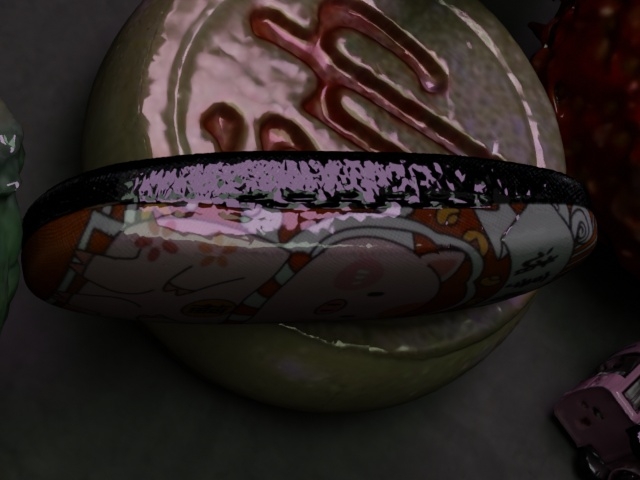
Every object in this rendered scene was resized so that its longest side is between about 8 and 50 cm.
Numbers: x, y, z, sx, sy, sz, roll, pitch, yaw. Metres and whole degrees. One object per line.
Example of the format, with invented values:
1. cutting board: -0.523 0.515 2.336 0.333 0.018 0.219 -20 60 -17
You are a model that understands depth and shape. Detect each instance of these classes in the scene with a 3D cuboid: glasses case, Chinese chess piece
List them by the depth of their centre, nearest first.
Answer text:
1. glasses case: 0.000 0.000 0.642 0.267 0.103 0.067 0 73 -21
2. Chinese chess piece: 0.003 -0.039 0.782 0.270 0.112 0.270 9 66 -21

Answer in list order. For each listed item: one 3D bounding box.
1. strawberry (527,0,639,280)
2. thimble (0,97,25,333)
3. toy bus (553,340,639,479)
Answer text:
1. strawberry: 0.291 -0.102 0.812 0.292 0.343 0.292 14 59 -24
2. thimble: -0.224 -0.015 0.600 0.150 0.219 0.219 -24 81 -32
3. toy bus: 0.226 0.155 0.836 0.090 0.063 0.203 -36 89 -35
